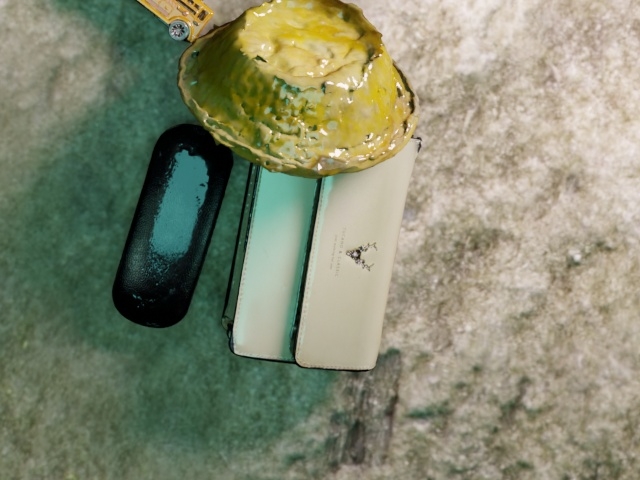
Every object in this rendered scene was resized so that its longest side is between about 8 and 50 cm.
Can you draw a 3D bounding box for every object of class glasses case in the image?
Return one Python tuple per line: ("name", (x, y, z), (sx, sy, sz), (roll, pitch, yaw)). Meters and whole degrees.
("glasses case", (-0.220, -0.020, 1.884), (0.122, 0.075, 0.314), (16, 99, -6))

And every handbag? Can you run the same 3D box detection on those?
("handbag", (0.000, 0.000, 1.868), (0.237, 0.160, 0.358), (8, 99, -13))

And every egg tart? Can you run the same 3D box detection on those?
("egg tart", (-0.028, -0.233, 1.741), (0.345, 0.345, 0.132), (4, 137, -6))

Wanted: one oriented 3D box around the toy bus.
("toy bus", (-0.234, -0.353, 1.825), (0.162, 0.069, 0.074), (38, 94, -12))
